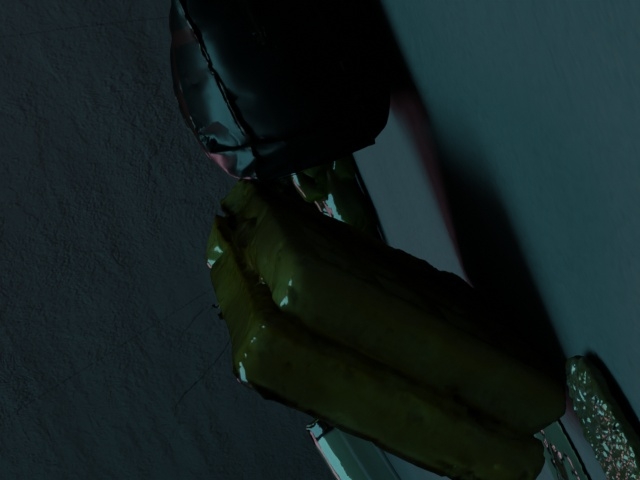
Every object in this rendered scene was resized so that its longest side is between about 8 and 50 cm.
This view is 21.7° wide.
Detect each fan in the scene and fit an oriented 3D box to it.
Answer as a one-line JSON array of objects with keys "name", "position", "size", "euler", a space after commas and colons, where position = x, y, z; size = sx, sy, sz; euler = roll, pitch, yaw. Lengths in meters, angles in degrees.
[{"name": "fan", "position": [0.203, 0.215, 1.185], "size": [0.329, 0.009, 0.190], "euler": [-119, 6, -63]}]

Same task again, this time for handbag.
[{"name": "handbag", "position": [-0.036, -0.136, 1.242], "size": [0.215, 0.155, 0.169], "euler": [-111, 2, -83]}]

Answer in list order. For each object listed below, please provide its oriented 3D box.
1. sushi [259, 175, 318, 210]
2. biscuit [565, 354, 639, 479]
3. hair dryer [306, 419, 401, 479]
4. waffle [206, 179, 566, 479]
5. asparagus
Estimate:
[{"name": "sushi", "position": [0.000, 0.000, 1.960], "size": [0.225, 0.127, 0.124], "euler": [65, 177, -13]}, {"name": "biscuit", "position": [0.169, 0.119, 0.957], "size": [0.120, 0.015, 0.120], "euler": [155, 90, -87]}, {"name": "hair dryer", "position": [0.090, 0.310, 1.739], "size": [0.362, 0.128, 0.203], "euler": [57, 146, 14]}, {"name": "waffle", "position": [0.032, 0.054, 1.179], "size": [0.224, 0.098, 0.327], "euler": [28, -171, -13]}, {"name": "asparagus", "position": [-0.004, -0.091, 1.836], "size": [0.287, 0.080, 0.080], "euler": [59, 179, -17]}]
